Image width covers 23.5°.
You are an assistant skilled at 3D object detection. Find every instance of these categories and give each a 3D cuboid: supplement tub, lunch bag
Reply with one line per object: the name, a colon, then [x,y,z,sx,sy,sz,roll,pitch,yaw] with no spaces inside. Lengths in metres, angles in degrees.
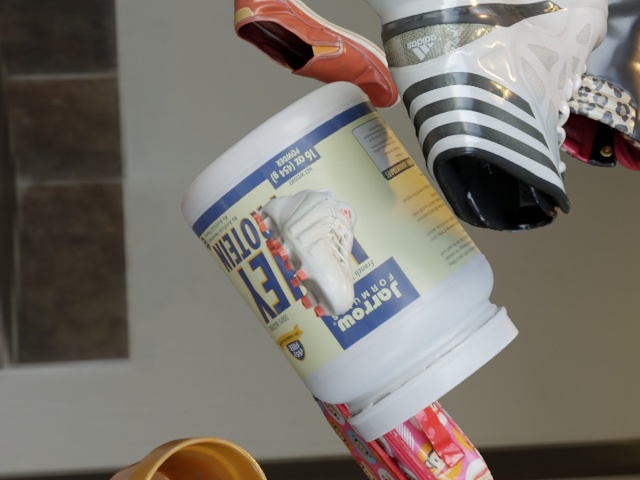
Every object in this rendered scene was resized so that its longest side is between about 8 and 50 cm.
supplement tub: [0.033,0.023,1.620,0.325,0.235,0.235,54,-10,3]
lunch bag: [0.118,0.270,2.195,0.293,0.120,0.258,49,-17,7]

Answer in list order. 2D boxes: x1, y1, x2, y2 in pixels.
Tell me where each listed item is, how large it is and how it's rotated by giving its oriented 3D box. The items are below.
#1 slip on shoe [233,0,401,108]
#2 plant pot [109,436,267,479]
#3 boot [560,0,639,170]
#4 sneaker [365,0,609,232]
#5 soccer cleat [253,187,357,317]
slip on shoe: [-0.008,-0.304,2.531,0.123,0.331,0.101,-32,-146,48]
plant pot: [-0.198,0.366,2.065,0.188,0.205,0.205,-10,-99,55]
boot: [0.431,-0.222,1.989,0.138,0.377,0.284,-22,-132,58]
sneaker: [0.189,-0.138,1.557,0.447,0.169,0.257,-11,90,-60]
soccer cleat: [0.000,0.000,1.251,0.068,0.076,0.196,65,-5,-24]
